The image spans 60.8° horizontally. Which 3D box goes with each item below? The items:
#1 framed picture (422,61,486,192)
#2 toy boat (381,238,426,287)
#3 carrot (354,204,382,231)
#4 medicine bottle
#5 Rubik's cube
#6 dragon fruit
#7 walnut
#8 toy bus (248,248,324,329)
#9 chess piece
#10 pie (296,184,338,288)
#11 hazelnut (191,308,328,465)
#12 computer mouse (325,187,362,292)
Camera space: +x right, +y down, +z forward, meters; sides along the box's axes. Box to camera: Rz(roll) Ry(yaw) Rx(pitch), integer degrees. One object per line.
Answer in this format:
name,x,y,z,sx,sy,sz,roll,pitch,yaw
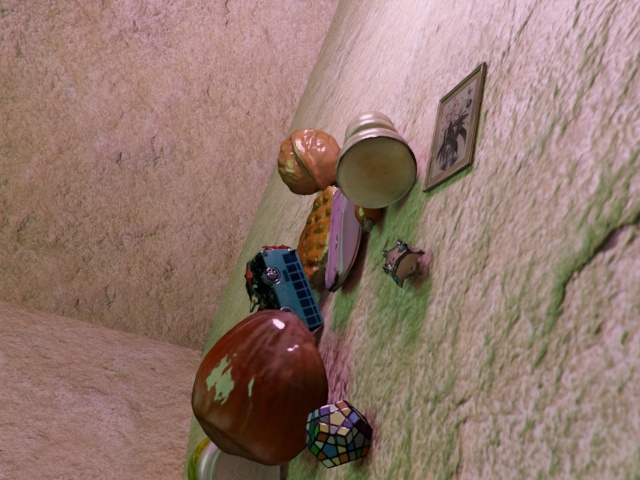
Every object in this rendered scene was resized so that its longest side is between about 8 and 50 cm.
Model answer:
framed picture,0.269,-0.224,1.103,0.173,0.010,0.231,143,142,-65
toy boat,0.158,0.040,1.107,0.084,0.066,0.210,-59,4,2
carrot,0.129,-0.144,1.420,0.069,0.069,0.336,123,162,-44
medicine bottle,-0.251,0.655,1.554,0.379,0.214,0.213,137,148,-61
Rubik's cube,0.034,0.371,1.048,0.133,0.133,0.112,-67,-11,19
dragon fruit,-0.170,0.133,1.893,0.274,0.193,0.192,-53,-33,-11
walnut,-0.032,-0.260,1.846,0.225,0.257,0.257,-30,27,11
toy bus,-0.100,0.152,1.561,0.128,0.147,0.256,-44,62,54
chess piece,0.128,-0.227,1.340,0.330,0.182,0.182,-87,20,-60
pie,0.000,0.000,1.692,0.339,0.083,0.339,-164,90,-73
hazelnut,-0.135,0.345,1.316,0.372,0.315,0.372,-19,64,44
computer mouse,0.065,-0.012,1.456,0.158,0.072,0.310,122,156,-65
